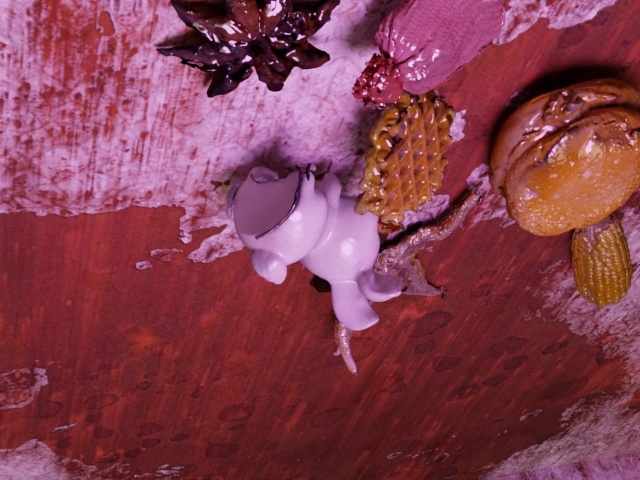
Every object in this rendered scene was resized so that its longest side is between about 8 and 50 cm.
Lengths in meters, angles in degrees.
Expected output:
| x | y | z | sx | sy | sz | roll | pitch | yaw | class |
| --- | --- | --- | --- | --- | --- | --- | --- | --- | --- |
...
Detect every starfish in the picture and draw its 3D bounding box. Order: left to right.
| x | y | z | sx | sy | sz | roll | pitch | yaw | class |
| --- | --- | --- | --- | --- | --- | --- | --- | --- | --- |
| 0.157 | 0.097 | 2.013 | 0.398 | 0.132 | 0.384 | -45 | 157 | -17 | starfish |

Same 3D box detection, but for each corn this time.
| x | y | z | sx | sy | sz | roll | pitch | yaw | class |
| --- | --- | --- | --- | --- | --- | --- | --- | --- | --- |
| 0.614 | 0.039 | 2.182 | 0.130 | 0.130 | 0.347 | -22 | 144 | 6 | corn |

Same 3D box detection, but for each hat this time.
| x | y | z | sx | sy | sz | roll | pitch | yaw | class |
| --- | --- | --- | --- | --- | --- | --- | --- | --- | --- |
| 0.155 | -0.302 | 1.469 | 0.286 | 0.107 | 0.237 | -43 | 146 | -6 | hat |

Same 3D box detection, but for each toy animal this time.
| x | y | z | sx | sy | sz | roll | pitch | yaw | class |
| --- | --- | --- | --- | --- | --- | --- | --- | --- | --- |
| 0.002 | -0.006 | 1.686 | 0.182 | 0.247 | 0.310 | -29 | 139 | 27 | toy animal |

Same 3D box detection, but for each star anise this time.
| x | y | z | sx | sy | sz | roll | pitch | yaw | class |
| --- | --- | --- | --- | --- | --- | --- | --- | --- | --- |
| -0.094 | -0.275 | 1.399 | 0.271 | 0.103 | 0.272 | -10 | 144 | -8 | star anise |

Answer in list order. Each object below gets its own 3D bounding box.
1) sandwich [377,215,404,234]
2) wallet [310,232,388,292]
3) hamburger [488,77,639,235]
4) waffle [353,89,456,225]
| x | y | z | sx | sy | sz | roll | pitch | yaw | class |
| --- | --- | --- | --- | --- | --- | --- | --- | --- | --- |
| 0.096 | -0.039 | 1.861 | 0.135 | 0.067 | 0.029 | 13 | 132 | -32 | sandwich |
| 0.064 | 0.032 | 1.983 | 0.121 | 0.031 | 0.232 | -7 | 146 | -23 | wallet |
| 0.445 | -0.156 | 1.771 | 0.289 | 0.170 | 0.314 | -12 | 145 | -16 | hamburger |
| 0.144 | -0.138 | 1.658 | 0.237 | 0.058 | 0.243 | -8 | 118 | -55 | waffle |
